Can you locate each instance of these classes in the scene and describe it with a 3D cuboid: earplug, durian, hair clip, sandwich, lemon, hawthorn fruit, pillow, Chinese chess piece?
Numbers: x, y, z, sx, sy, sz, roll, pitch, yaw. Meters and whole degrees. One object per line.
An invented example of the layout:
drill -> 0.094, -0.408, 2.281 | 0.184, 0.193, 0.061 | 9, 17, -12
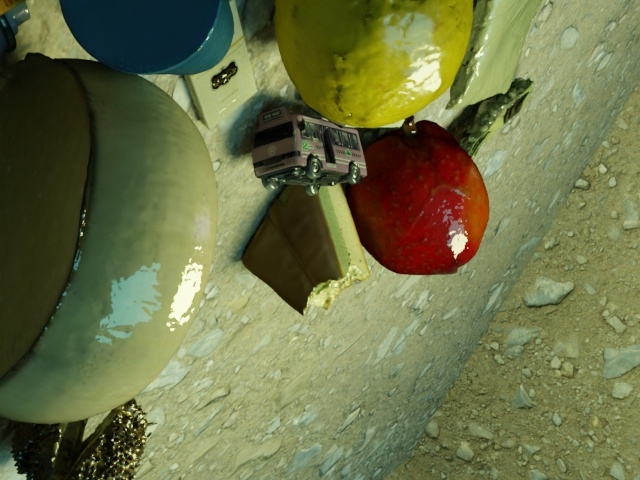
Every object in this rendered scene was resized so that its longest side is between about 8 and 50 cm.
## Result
earplug -> -0.146, -0.220, 0.763 | 0.132, 0.132, 0.273 | -54, -175, 7
durian -> -0.350, 0.303, 1.146 | 0.167, 0.196, 0.196 | -48, 163, -55
hair clip -> 0.339, -0.233, 1.694 | 0.321, 0.091, 0.138 | -51, 164, -17
sandwich -> 0.000, 0.000, 1.320 | 0.220, 0.186, 0.108 | -60, 156, 15
lemon -> 0.067, -0.276, 0.984 | 0.260, 0.260, 0.284 | -23, 139, -46
hawthorn fruit -> 0.166, -0.091, 1.412 | 0.265, 0.265, 0.307 | -39, 132, -24
pillow -> 0.341, -0.395, 1.490 | 0.274, 0.076, 0.281 | -28, 142, -51
Chinese chess piece -> -0.244, -0.003, 0.727 | 0.140, 0.338, 0.338 | 16, 111, -46

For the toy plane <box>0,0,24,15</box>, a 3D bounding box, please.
toy plane -> -0.271, -0.221, 0.599 | 0.204, 0.103, 0.316 | 81, 32, -57

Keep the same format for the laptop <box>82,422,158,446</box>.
laptop -> -0.417, 0.451, 1.431 | 0.269, 0.015, 0.187 | -59, 154, 16

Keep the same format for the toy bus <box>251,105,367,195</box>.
toy bus -> -0.015, -0.133, 1.188 | 0.199, 0.096, 0.108 | 2, 78, -57

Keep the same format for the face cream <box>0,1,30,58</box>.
face cream -> -0.349, -0.150, 0.656 | 0.229, 0.075, 0.075 | -38, 152, -24

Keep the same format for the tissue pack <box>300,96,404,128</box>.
tissue pack -> 0.065, -0.227, 1.216 | 0.170, 0.103, 0.090 | -10, 132, -55

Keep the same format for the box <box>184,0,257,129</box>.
box -> -0.131, -0.222, 0.985 | 0.090, 0.024, 0.167 | -42, 154, -18
